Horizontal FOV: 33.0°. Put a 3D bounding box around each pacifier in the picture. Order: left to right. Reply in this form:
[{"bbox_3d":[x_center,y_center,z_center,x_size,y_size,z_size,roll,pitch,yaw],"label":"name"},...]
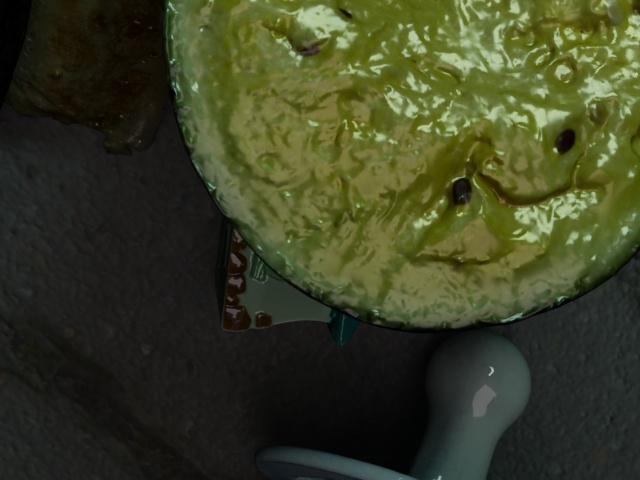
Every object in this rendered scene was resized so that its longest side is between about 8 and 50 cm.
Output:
[{"bbox_3d":[0.095,0.180,0.853,0.299,0.244,0.233,31,72,-22],"label":"pacifier"}]

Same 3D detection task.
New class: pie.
[{"bbox_3d":[-0.132,-0.172,0.704,0.128,0.068,0.282,15,130,-14],"label":"pie"}]

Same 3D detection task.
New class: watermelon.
[{"bbox_3d":[0.077,-0.114,0.673,0.330,0.189,0.331,0,99,1],"label":"watermelon"}]

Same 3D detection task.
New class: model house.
[{"bbox_3d":[0.000,0.000,0.801,0.148,0.100,0.127,4,109,-12],"label":"model house"}]

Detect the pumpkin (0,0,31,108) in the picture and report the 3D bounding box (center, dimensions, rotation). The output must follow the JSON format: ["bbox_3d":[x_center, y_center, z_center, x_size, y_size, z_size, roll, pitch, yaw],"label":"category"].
[{"bbox_3d":[-0.365,-0.161,0.539,0.454,0.344,0.455,0,89,-34],"label":"pumpkin"}]
